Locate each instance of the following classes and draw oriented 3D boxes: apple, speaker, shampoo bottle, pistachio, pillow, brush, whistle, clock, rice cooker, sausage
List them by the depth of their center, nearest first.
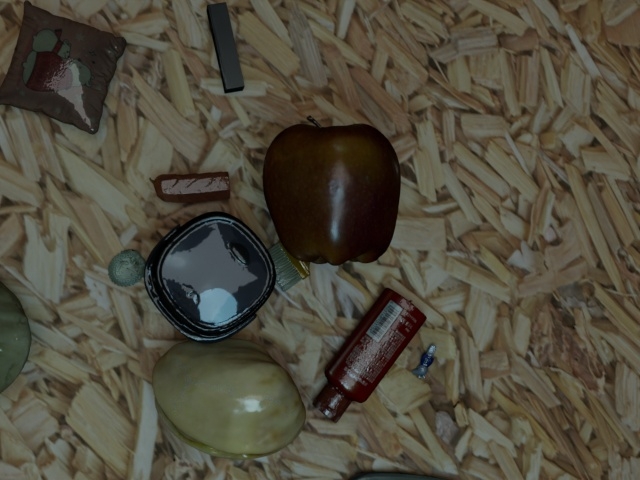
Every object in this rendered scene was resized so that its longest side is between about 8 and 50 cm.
[{"bbox_3d":[-0.184,0.321,1.435,0.321,0.229,0.238,19,46,5],"label":"pistachio"},{"bbox_3d":[-0.223,0.071,1.437,0.267,0.224,0.267,0,88,-12],"label":"rice cooker"},{"bbox_3d":[0.027,-0.105,1.466,0.288,0.288,0.317,-6,90,-11],"label":"apple"},{"bbox_3d":[-0.544,-0.359,1.468,0.223,0.084,0.236,15,82,-8],"label":"pillow"},{"bbox_3d":[-0.416,0.061,1.509,0.083,0.010,0.074,-40,95,-9],"label":"clock"},{"bbox_3d":[-0.281,-0.115,1.515,0.169,0.065,0.065,-4,88,-11],"label":"sausage"},{"bbox_3d":[-0.210,-0.426,1.554,0.046,0.040,0.191,-13,89,-12],"label":"speaker"},{"bbox_3d":[0.104,0.258,1.563,0.118,0.076,0.314,39,82,-8],"label":"shampoo bottle"},{"bbox_3d":[0.000,0.000,1.588,0.272,0.013,0.103,-34,94,-11],"label":"brush"},{"bbox_3d":[0.241,0.277,1.613,0.033,0.029,0.083,27,90,8],"label":"whistle"}]

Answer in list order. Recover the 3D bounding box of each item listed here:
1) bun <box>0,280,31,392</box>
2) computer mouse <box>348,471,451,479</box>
[{"bbox_3d":[-0.750,0.187,1.332,0.362,0.234,0.326,28,87,-10],"label":"bun"},{"bbox_3d":[0.197,0.621,1.558,0.330,0.095,0.197,9,81,-10],"label":"computer mouse"}]
